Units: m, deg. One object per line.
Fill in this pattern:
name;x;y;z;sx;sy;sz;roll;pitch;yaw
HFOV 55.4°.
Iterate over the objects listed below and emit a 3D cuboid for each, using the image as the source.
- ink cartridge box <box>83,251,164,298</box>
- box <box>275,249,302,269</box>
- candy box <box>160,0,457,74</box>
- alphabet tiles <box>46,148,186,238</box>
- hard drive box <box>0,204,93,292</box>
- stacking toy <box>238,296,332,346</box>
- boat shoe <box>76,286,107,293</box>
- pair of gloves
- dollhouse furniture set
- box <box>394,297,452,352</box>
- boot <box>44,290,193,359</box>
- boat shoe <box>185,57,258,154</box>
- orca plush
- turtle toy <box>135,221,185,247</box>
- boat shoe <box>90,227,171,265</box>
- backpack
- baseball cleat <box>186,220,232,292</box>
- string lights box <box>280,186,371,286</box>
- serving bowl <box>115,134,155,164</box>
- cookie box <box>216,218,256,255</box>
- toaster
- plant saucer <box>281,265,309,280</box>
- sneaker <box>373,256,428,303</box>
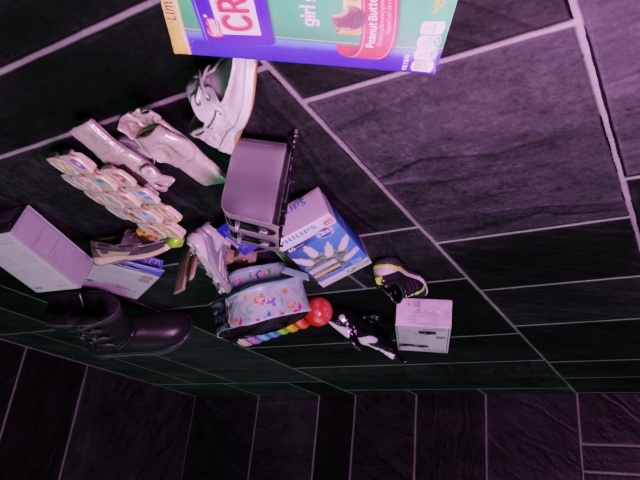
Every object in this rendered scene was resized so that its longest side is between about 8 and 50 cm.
ink cartridge box;-0.563;0.084;1.717;0.186;0.065;0.311;18;155;-24
box;-0.052;0.015;1.471;0.114;0.036;0.207;-2;155;18
candy box;-0.012;-0.310;0.622;0.317;0.122;0.268;6;157;2
alphabet tiles;-0.407;-0.086;1.225;0.278;0.021;0.284;3;149;47
hard drive box;-0.720;0.028;1.526;0.181;0.089;0.232;-7;138;29
stacking toy;-0.113;0.245;1.901;0.330;0.141;0.141;-11;151;25
boat shoe;-0.739;0.185;1.963;0.095;0.079;0.254;11;156;-11
pair of gloves;-0.302;-0.145;1.066;0.240;0.042;0.204;-1;149;34
dollhouse furniture set;-0.270;0.083;1.568;0.151;0.123;0.144;21;152;-30
box;0.321;0.269;1.893;0.169;0.087;0.290;2;156;9
boot;-0.614;0.252;1.931;0.367;0.146;0.445;-15;156;-9
boat shoe;-0.152;-0.212;0.905;0.096;0.098;0.277;11;157;-14
orca plush;0.163;0.284;1.922;0.287;0.151;0.102;38;115;2
turtle toy;-0.370;-0.027;1.413;0.130;0.066;0.095;26;150;-37
boat shoe;-0.465;0.007;1.501;0.224;0.080;0.073;-12;111;9
backpack;-0.153;0.159;1.601;0.225;0.191;0.253;-7;173;-34
baseball cleat;-0.238;0.041;1.457;0.072;0.109;0.206;35;159;39
string lights box;0.000;0.000;1.323;0.133;0.076;0.260;-29;147;11
serving bowl;-0.341;-0.169;1.126;0.083;0.027;0.083;15;155;7
cookie box;-0.171;-0.022;1.370;0.092;0.040;0.107;43;144;-13
toaster;-0.107;-0.089;1.098;0.110;0.185;0.168;10;164;-2
plant saucer;-0.058;0.076;1.453;0.067;0.018;0.192;17;179;-1
sneaker;0.200;0.123;1.580;0.084;0.097;0.235;-12;150;36
